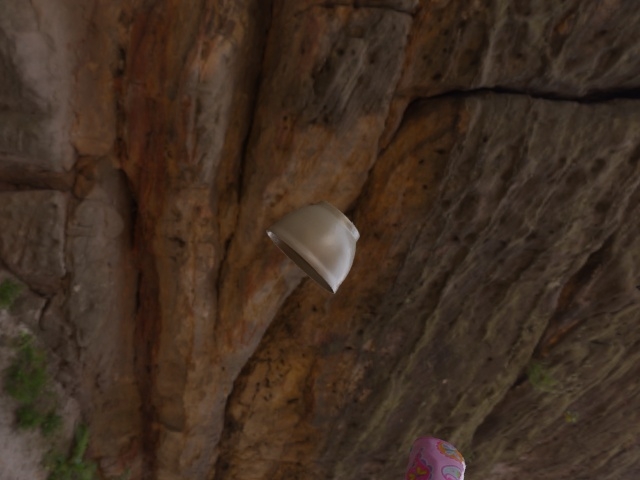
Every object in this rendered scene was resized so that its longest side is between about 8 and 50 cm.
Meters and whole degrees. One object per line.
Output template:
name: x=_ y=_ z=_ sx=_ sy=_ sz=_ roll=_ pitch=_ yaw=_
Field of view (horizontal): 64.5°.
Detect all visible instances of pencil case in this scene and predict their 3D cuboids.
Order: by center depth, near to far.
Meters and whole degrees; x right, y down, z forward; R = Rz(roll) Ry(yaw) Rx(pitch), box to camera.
pencil case: x=0.195 y=0.489 z=0.927 sx=0.284 sy=0.124 sz=0.124 roll=-38 pitch=135 yaw=-65

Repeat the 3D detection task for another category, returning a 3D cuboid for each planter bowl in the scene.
planter bowl: x=0.000 y=0.000 z=0.892 sx=0.109 sy=0.162 sz=0.162 roll=-47 pitch=178 yaw=-9

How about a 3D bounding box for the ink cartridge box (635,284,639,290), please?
ink cartridge box: x=0.650 y=0.004 z=0.755 sx=0.165 sy=0.332 sz=0.065 roll=-8 pitch=76 yaw=-67
